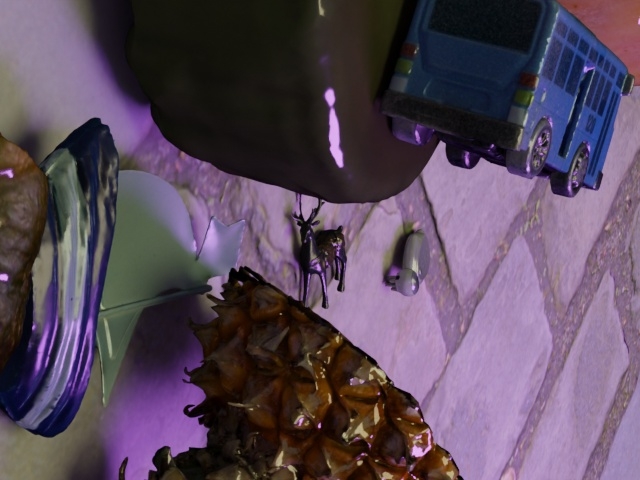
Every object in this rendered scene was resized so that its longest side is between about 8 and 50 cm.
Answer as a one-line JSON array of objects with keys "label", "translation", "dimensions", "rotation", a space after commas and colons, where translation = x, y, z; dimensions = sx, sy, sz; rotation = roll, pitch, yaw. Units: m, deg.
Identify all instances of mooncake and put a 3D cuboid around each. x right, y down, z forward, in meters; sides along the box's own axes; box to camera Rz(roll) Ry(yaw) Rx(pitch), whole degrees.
[{"label": "mooncake", "translation": [0.002, -0.209, 1.118], "dimensions": [0.356, 0.194, 0.356], "rotation": [-43, 143, -46]}]

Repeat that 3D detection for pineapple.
[{"label": "pineapple", "translation": [-0.068, 0.199, 1.110], "dimensions": [0.272, 0.262, 0.262], "rotation": [-45, 141, -13]}]

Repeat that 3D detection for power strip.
[{"label": "power strip", "translation": [0.090, 0.024, 1.523], "dimensions": [0.083, 0.035, 0.055], "rotation": [-67, 151, -48]}]

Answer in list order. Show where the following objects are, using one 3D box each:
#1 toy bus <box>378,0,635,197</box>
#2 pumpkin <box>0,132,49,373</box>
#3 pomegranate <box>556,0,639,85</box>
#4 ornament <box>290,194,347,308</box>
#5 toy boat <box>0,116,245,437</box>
[{"label": "toy bus", "translation": [0.148, -0.113, 1.115], "dimensions": [0.234, 0.116, 0.133], "rotation": [13, 94, -65]}, {"label": "pumpkin", "translation": [-0.258, -0.014, 0.716], "dimensions": [0.280, 0.190, 0.139], "rotation": [37, 67, -57]}, {"label": "pomegranate", "translation": [0.329, -0.324, 1.536], "dimensions": [0.338, 0.338, 0.338], "rotation": [-27, 121, -56]}, {"label": "ornament", "translation": [0.000, 0.000, 1.350], "dimensions": [0.073, 0.028, 0.125], "rotation": [-45, 137, -45]}, {"label": "toy boat", "translation": [-0.148, 0.044, 1.063], "dimensions": [0.210, 0.070, 0.291], "rotation": [-68, 156, -8]}]
